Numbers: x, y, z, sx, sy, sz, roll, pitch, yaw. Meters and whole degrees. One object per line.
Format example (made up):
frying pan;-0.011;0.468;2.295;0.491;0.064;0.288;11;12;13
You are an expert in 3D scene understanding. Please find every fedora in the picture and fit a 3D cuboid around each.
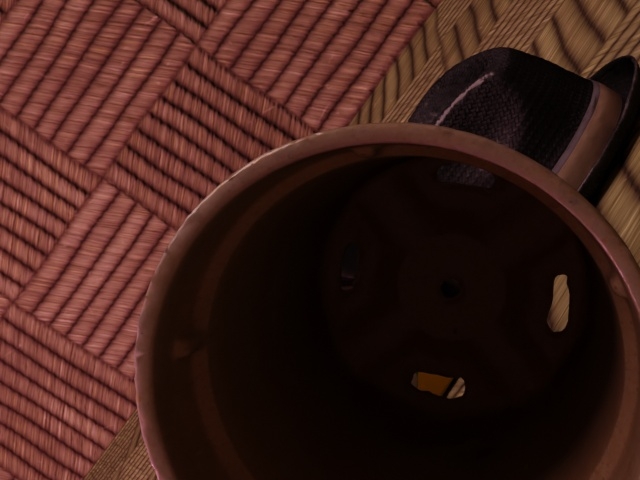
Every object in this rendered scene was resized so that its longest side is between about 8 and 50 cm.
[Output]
fedora;0.161;-0.080;1.607;0.334;0.152;0.334;-54;9;13

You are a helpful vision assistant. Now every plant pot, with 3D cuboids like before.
plant pot;0.073;0.064;1.144;0.334;0.334;0.305;-53;-2;16

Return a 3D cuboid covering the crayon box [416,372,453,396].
crayon box;-0.013;0.194;1.670;0.313;0.106;0.363;-56;9;-6

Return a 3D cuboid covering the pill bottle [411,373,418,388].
pill bottle;-0.037;0.233;1.347;0.176;0.176;0.319;-40;30;60

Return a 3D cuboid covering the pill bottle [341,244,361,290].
pill bottle;0.000;0.000;1.625;0.123;0.123;0.219;-58;12;-15
